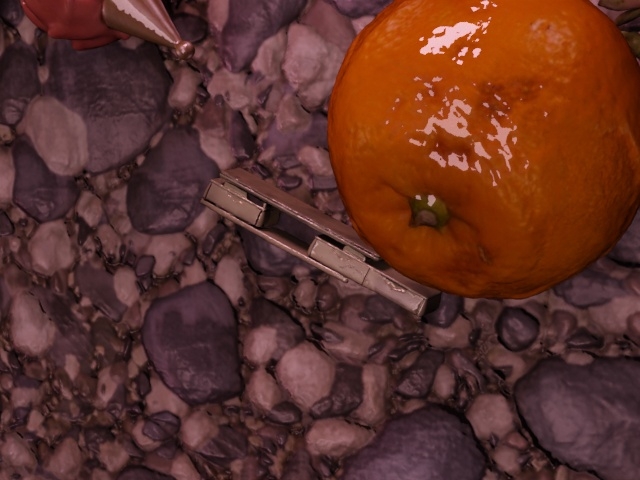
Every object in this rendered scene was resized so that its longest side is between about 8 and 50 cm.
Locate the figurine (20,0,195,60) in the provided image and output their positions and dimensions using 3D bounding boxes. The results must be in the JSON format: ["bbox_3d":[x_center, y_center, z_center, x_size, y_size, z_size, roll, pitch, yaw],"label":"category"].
[{"bbox_3d":[-0.255,-0.282,1.312,0.387,0.166,0.207,51,135,17],"label":"figurine"}]

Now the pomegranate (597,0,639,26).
[{"bbox_3d":[0.308,-0.212,1.017,0.225,0.187,0.187,-10,92,39],"label":"pomegranate"}]

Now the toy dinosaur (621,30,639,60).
[{"bbox_3d":[0.330,-0.087,1.039,0.259,0.153,0.094,47,115,41],"label":"toy dinosaur"}]

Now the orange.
[{"bbox_3d":[0.133,-0.082,1.089,0.261,0.261,0.261,4,99,28],"label":"orange"}]

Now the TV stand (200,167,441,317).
[{"bbox_3d":[0.000,0.000,1.285,0.249,0.036,0.042,28,108,22],"label":"TV stand"}]
